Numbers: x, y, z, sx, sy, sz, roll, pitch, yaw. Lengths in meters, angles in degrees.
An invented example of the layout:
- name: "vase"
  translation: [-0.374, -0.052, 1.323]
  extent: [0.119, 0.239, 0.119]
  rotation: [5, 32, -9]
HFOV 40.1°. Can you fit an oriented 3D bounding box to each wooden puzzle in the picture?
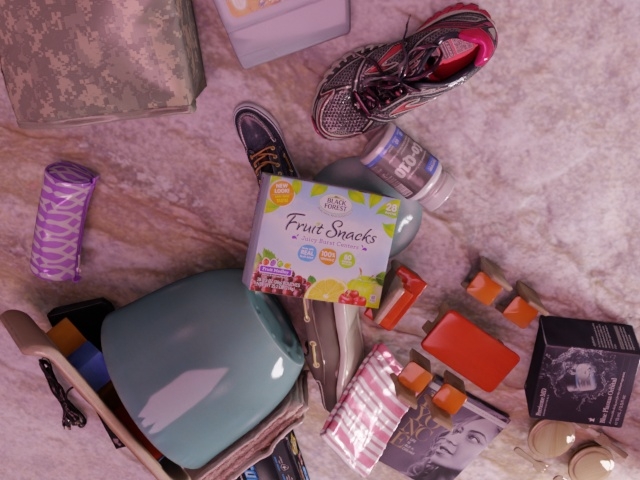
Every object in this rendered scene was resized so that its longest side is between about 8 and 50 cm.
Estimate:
- name: "wooden puzzle"
  translation: [-0.363, 0.242, 1.452]
  extent: [0.080, 0.322, 0.348]
  rotation: [-46, 113, -15]

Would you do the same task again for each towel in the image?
- name: "towel"
  translation: [0.089, 0.291, 1.499]
  extent: [0.029, 0.197, 0.144]
  rotation: [9, 147, 49]
- name: "towel"
  translation: [-0.130, 0.332, 1.516]
  extent: [0.282, 0.187, 0.049]
  rotation: [-39, 104, 11]

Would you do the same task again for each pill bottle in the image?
- name: "pill bottle"
  translation: [0.135, -0.110, 1.341]
  extent: [0.137, 0.078, 0.078]
  rotation: [37, 115, -13]

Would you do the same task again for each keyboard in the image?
- name: "keyboard"
  translation: [-0.416, 0.256, 1.619]
  extent: [0.201, 0.033, 0.317]
  rotation: [-15, 114, 9]

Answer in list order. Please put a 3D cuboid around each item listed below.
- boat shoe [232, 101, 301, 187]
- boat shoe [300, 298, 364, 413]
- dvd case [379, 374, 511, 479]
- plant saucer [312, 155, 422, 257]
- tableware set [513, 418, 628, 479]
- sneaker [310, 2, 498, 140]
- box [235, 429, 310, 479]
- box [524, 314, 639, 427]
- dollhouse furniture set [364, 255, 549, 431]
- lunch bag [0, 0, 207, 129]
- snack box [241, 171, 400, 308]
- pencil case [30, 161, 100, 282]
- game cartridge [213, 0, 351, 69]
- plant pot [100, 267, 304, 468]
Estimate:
- name: "boat shoe"
  translation: [-0.080, -0.124, 1.353]
  extent: [0.065, 0.083, 0.183]
  rotation: [-24, 112, 17]
- name: "boat shoe"
  translation: [0.017, 0.175, 1.491]
  extent: [0.091, 0.109, 0.305]
  rotation: [9, 124, 19]
- name: "dvd case"
  translation: [0.217, 0.361, 1.614]
  extent: [0.164, 0.018, 0.221]
  rotation: [30, 116, -10]
- name: "plant saucer"
  translation: [0.067, -0.040, 1.409]
  extent: [0.195, 0.037, 0.195]
  rotation: [2, 117, 4]
- name: "tableware set"
  translation: [0.449, 0.375, 1.588]
  extent: [0.194, 0.039, 0.128]
  rotation: [38, 103, -20]
- name: "sneaker"
  translation: [0.111, -0.238, 1.258]
  extent: [0.299, 0.112, 0.121]
  rotation: [-30, 111, 20]
- name: "box"
  translation: [-0.115, 0.456, 1.679]
  extent: [0.175, 0.051, 0.220]
  rotation: [-10, 117, 11]
- name: "box"
  translation: [0.438, 0.221, 1.476]
  extent: [0.158, 0.093, 0.156]
  rotation: [6, 118, 4]
- name: "dollhouse furniture set"
  translation: [0.200, 0.150, 1.408]
  extent: [0.259, 0.135, 0.262]
  rotation: [34, 103, -11]
- name: "lunch bag"
  translation: [-0.326, -0.292, 1.245]
  extent: [0.287, 0.169, 0.235]
  rotation: [-6, 117, 4]
- name: "snack box"
  translation: [0.000, 0.000, 1.320]
  extent: [0.207, 0.070, 0.174]
  rotation: [10, 96, -19]
- name: "pencil case"
  translation: [-0.422, -0.026, 1.438]
  extent: [0.088, 0.086, 0.206]
  rotation: [21, 119, 9]
- name: "game cartridge"
  translation: [-0.074, -0.407, 1.224]
  extent: [0.198, 0.062, 0.297]
  rotation: [-15, 115, 18]
- name: "plant pot"
  translation: [-0.170, 0.180, 1.421]
  extent: [0.235, 0.293, 0.293]
  rotation: [-33, 110, 8]
